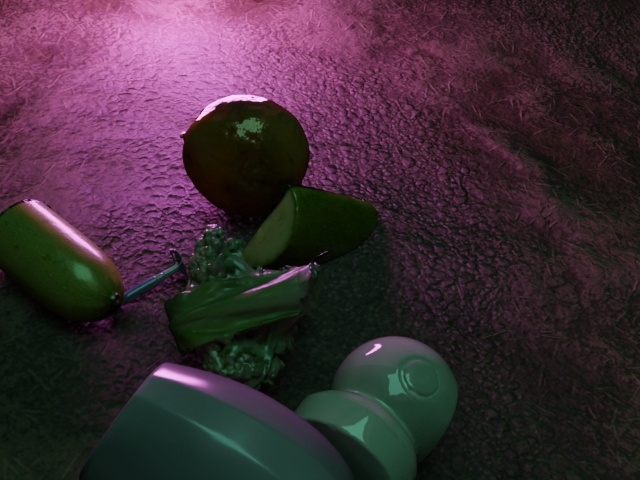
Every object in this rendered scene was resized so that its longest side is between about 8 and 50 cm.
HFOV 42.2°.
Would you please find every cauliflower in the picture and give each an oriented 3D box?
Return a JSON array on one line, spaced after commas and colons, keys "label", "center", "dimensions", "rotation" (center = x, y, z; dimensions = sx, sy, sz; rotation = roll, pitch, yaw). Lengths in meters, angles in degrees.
[{"label": "cauliflower", "center": [-0.087, 0.095, 1.241], "dimensions": [0.315, 0.239, 0.256], "rotation": [-23, 36, 32]}]

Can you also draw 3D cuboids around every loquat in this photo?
[{"label": "loquat", "center": [-0.133, -0.153, 1.507], "dimensions": [0.238, 0.238, 0.193], "rotation": [17, 42, 9]}]

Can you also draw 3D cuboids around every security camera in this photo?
[{"label": "security camera", "center": [0.086, 0.239, 1.172], "dimensions": [0.195, 0.194, 0.236], "rotation": [29, 48, 19]}]

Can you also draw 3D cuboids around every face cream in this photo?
[{"label": "face cream", "center": [-0.094, 0.317, 0.984], "dimensions": [0.357, 0.312, 0.219], "rotation": [36, 48, 0]}]

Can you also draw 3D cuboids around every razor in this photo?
[{"label": "razor", "center": [-0.286, 0.075, 1.384], "dimensions": [0.135, 0.068, 0.040], "rotation": [-33, 55, -19]}]

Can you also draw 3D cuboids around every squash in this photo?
[{"label": "squash", "center": [0.000, 0.000, 1.517], "dimensions": [0.252, 0.169, 0.093], "rotation": [10, 35, -50]}, {"label": "squash", "center": [-0.414, 0.048, 1.331], "dimensions": [0.247, 0.132, 0.132], "rotation": [36, 51, 24]}]
